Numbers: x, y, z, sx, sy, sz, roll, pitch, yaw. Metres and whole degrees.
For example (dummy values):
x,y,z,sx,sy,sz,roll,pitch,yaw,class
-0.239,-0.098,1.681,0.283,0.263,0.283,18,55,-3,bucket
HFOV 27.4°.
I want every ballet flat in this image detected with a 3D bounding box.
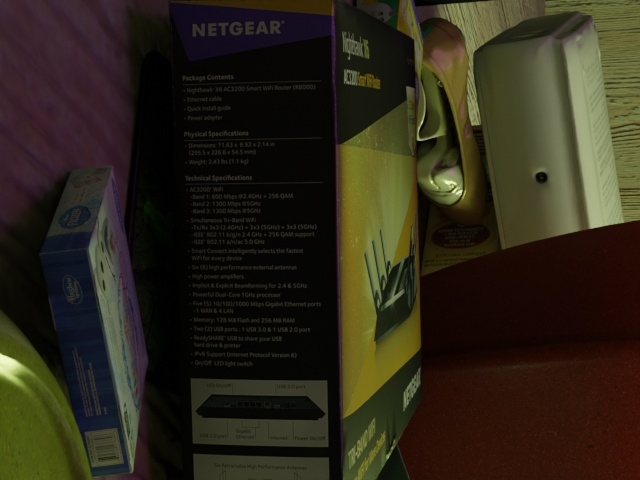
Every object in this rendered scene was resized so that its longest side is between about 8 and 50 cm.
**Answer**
x,y,z,sx,sy,sz,roll,pitch,yaw,class
0.108,-0.100,1.265,0.073,0.080,0.232,-40,131,-36,ballet flat

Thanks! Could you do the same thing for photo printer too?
x,y,z,sx,sy,sz,roll,pitch,yaw,class
0.244,-0.070,1.360,0.256,0.107,0.307,-42,124,-66,photo printer

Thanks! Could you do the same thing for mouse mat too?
x,y,z,sx,sy,sz,roll,pitch,yaw,class
-0.061,0.007,0.669,0.189,0.007,0.152,51,40,-69,mouse mat

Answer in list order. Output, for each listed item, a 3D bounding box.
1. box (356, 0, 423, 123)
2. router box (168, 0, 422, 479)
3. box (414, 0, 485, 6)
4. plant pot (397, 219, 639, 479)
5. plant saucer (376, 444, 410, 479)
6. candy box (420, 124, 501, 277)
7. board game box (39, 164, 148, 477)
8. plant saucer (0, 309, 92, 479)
x,y,z,sx,sy,sz,roll,pitch,yaw,class
0.051,-0.124,1.058,0.105,0.043,0.179,67,28,-56,box
0.000,0.000,0.729,0.309,0.081,0.243,-27,116,-78,router box
0.123,-0.384,1.083,0.296,0.183,0.294,33,56,-74,box
0.172,0.148,1.122,0.267,0.236,0.267,-56,143,-65,plant pot
0.050,0.214,0.801,0.195,0.037,0.195,165,-90,-88,plant saucer
0.168,0.045,1.418,0.183,0.087,0.316,72,22,-44,candy box
-0.084,0.028,0.500,0.090,0.020,0.090,-96,179,-69,board game box
-0.115,0.119,0.378,0.241,0.037,0.241,-1,90,-77,plant saucer
